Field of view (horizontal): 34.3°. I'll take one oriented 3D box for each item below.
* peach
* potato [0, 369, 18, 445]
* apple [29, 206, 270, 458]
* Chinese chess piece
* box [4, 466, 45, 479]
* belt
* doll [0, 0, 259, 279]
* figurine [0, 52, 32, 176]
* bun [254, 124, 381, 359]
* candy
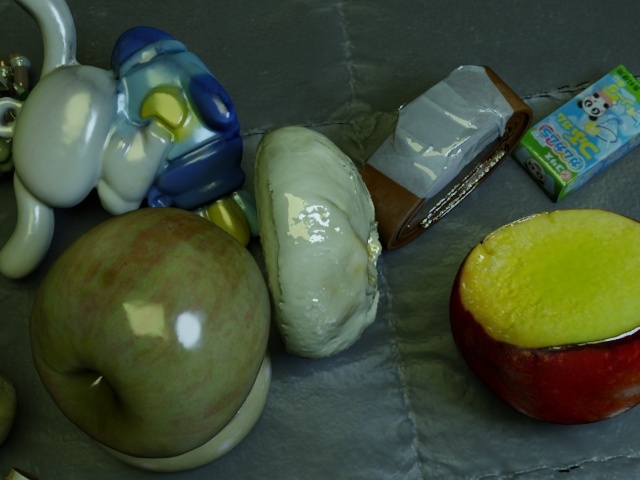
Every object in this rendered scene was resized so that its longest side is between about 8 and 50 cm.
[{"bbox_3d":[0.286,0.100,1.226,0.274,0.248,0.245,-10,108,-10],"label":"peach"},{"bbox_3d":[-0.456,0.212,1.228,0.157,0.157,0.194,42,76,15],"label":"potato"},{"bbox_3d":[-0.179,0.094,1.128,0.257,0.257,0.234,28,43,10],"label":"apple"},{"bbox_3d":[-0.185,0.158,1.276,0.250,0.097,0.251,0,68,-1],"label":"Chinese chess piece"},{"bbox_3d":[-0.324,0.305,1.214,0.105,0.105,0.037,25,76,9],"label":"box"},{"bbox_3d":[0.150,-0.107,1.334,0.261,0.184,0.105,-42,72,1],"label":"belt"},{"bbox_3d":[-0.240,-0.136,1.339,0.365,0.376,0.187,5,24,-9],"label":"doll"},{"bbox_3d":[-0.430,-0.170,1.407,0.147,0.093,0.197,-25,64,26],"label":"figurine"},{"bbox_3d":[0.000,0.000,1.237,0.146,0.287,0.287,-10,69,-2],"label":"bun"},{"bbox_3d":[0.368,-0.146,1.417,0.194,0.062,0.097,-35,73,-12],"label":"candy"}]
